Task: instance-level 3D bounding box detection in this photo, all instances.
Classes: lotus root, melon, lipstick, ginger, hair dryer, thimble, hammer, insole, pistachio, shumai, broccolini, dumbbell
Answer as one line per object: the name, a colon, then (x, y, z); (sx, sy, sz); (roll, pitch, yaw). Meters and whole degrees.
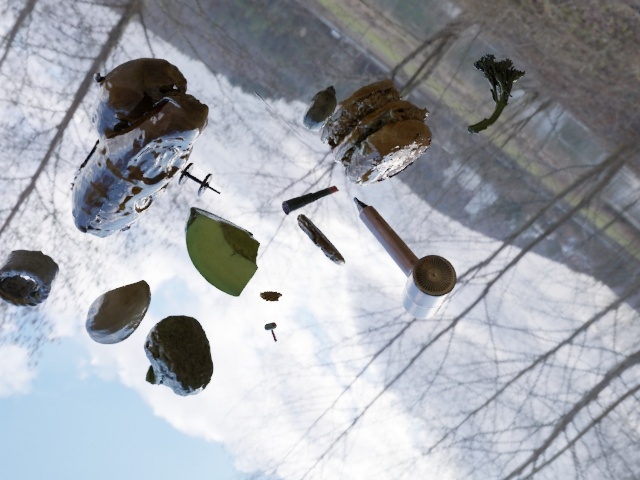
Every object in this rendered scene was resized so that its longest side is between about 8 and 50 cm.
lotus root: (0.001, -0.263, 1.206); (0.054, 0.099, 0.049); (22, -152, -24)
melon: (-0.385, 0.005, 2.302); (0.344, 0.226, 0.331); (36, -128, -28)
lipstick: (-0.029, -0.153, 2.228); (0.234, 0.053, 0.053); (-21, -126, -27)
ginger: (-0.386, -0.188, 1.212); (0.176, 0.418, 0.254); (-7, -124, -51)
hair dryer: (0.188, 0.025, 1.486); (0.344, 0.107, 0.189); (54, 165, 19)
thimble: (-0.805, 0.102, 1.659); (0.151, 0.127, 0.118); (13, -154, -11)
hammer: (-0.186, 0.357, 2.352); (0.031, 0.053, 0.083); (-55, -52, -72)
insole: (-0.140, -0.429, 2.097); (0.253, 0.005, 0.086); (39, -174, -39)
pistachio: (-0.612, 0.213, 1.838); (0.153, 0.238, 0.138); (39, 177, -12)
shumai: (-0.330, 0.257, 1.335); (0.184, 0.142, 0.184); (42, -149, -33)
broccolini: (0.398, -0.359, 1.454); (0.123, 0.062, 0.271); (31, -120, 6)
dumbbell: (-0.321, -0.157, 1.555); (0.147, 0.069, 0.069); (29, -162, -2)

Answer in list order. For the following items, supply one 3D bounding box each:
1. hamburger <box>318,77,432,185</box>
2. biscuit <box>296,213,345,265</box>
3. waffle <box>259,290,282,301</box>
hamburger: (0.138, -0.267, 1.464); (0.211, 0.261, 0.245); (58, 175, 8)
biscuit: (0.000, 0.000, 1.979); (0.226, 0.042, 0.226); (47, -177, -3)
waffle: (-0.164, 0.185, 2.010); (0.078, 0.016, 0.085); (5, -166, -4)
